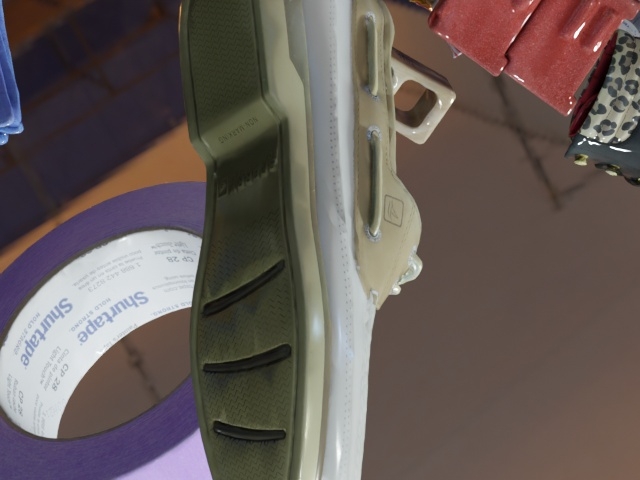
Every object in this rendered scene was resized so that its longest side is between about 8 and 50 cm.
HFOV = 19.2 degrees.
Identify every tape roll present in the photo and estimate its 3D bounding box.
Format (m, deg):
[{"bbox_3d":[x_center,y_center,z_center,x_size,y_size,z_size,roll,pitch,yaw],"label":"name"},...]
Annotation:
[{"bbox_3d":[-0.126,0.088,1.314,0.275,0.090,0.274,-18,-139,17],"label":"tape roll"}]

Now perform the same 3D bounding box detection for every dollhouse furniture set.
[{"bbox_3d":[0.091,-0.119,1.682,0.374,0.152,0.201,-56,-159,14],"label":"dollhouse furniture set"}]

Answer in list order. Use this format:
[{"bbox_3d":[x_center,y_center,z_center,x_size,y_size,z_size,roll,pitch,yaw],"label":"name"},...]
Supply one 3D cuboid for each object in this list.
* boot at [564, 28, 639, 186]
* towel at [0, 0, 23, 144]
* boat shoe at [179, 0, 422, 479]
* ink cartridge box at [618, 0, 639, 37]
[{"bbox_3d":[0.257,-0.034,1.387,0.179,0.236,0.085,18,-151,-5],"label":"boot"},{"bbox_3d":[-0.331,-0.180,1.081,0.040,0.336,0.243,-36,-125,41],"label":"towel"},{"bbox_3d":[0.000,0.000,0.944,0.103,0.302,0.113,4,170,-35],"label":"boat shoe"},{"bbox_3d":[0.508,-0.317,2.209,0.332,0.065,0.165,-47,-111,10],"label":"ink cartridge box"}]
